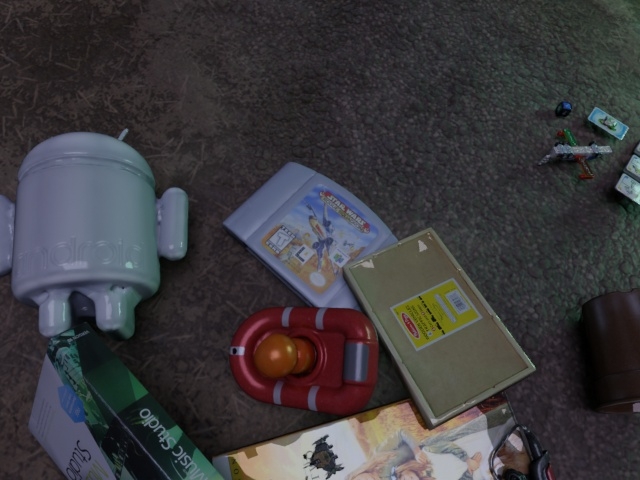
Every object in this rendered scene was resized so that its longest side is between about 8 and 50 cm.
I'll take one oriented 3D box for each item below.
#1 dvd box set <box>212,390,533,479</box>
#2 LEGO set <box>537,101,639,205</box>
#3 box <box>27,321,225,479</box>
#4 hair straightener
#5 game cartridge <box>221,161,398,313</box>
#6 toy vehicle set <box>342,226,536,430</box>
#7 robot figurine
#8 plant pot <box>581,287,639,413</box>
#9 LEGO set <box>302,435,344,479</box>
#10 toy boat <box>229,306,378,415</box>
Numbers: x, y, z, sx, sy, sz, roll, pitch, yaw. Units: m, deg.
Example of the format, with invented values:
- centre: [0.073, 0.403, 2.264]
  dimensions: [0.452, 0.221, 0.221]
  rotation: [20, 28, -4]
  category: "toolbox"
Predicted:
- centre: [0.093, 0.383, 0.614]
  dimensions: [0.421, 0.062, 0.307]
  rotation: [-14, 70, -5]
  category: "dvd box set"
- centre: [0.547, -0.168, 0.895]
  dimensions: [0.244, 0.060, 0.182]
  rotation: [38, 61, 10]
  category: "LEGO set"
- centre: [-0.255, 0.294, 0.603]
  dimensions: [0.322, 0.232, 0.058]
  rotation: [41, 34, 12]
  category: "box"
- centre: [0.271, 0.351, 0.569]
  dimensions: [0.089, 0.047, 0.230]
  rotation: [-8, 69, -4]
  category: "hair straightener"
- centre: [0.000, 0.000, 0.802]
  dimensions: [0.297, 0.062, 0.198]
  rotation: [40, 78, 12]
  category: "game cartridge"
- centre: [0.164, 0.117, 0.686]
  dimensions: [0.166, 0.035, 0.266]
  rotation: [-22, 59, -11]
  category: "toy vehicle set"
- centre: [-0.360, -0.019, 0.720]
  dimensions: [0.300, 0.200, 0.353]
  rotation: [-4, 70, -19]
  category: "robot figurine"
- centre: [0.491, 0.170, 0.705]
  dimensions: [0.167, 0.167, 0.165]
  rotation: [0, 61, -2]
  category: "plant pot"
- centre: [0.000, 0.297, 0.604]
  dimensions: [0.054, 0.023, 0.083]
  rotation: [31, 85, 13]
  category: "LEGO set"
- centre: [-0.040, 0.166, 0.658]
  dimensions: [0.231, 0.151, 0.150]
  rotation: [-4, 74, 30]
  category: "toy boat"
